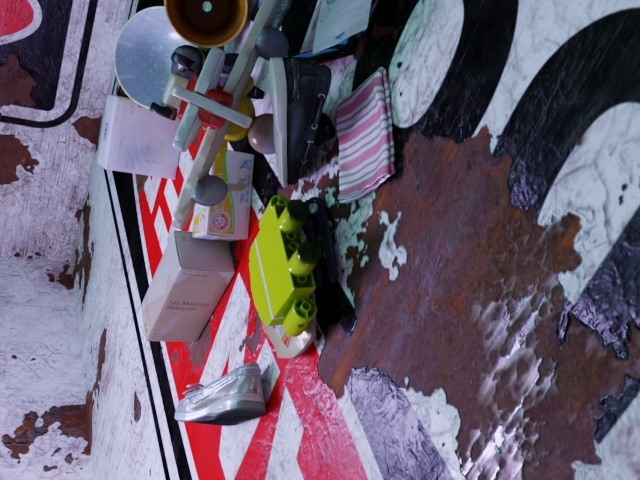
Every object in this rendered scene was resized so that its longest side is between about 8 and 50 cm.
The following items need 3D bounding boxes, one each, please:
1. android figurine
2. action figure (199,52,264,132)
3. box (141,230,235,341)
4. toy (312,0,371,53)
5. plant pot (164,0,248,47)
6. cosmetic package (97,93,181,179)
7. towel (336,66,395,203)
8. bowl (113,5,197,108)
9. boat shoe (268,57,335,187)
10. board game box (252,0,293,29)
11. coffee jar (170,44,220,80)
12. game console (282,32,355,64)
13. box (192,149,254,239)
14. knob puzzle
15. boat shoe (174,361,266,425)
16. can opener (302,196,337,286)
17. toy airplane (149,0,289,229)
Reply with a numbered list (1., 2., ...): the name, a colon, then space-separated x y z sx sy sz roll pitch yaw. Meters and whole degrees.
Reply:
1. android figurine: -0.069 0.049 1.221 0.273 0.056 0.248 121 139 -53
2. action figure: -0.233 -0.361 1.677 0.285 0.099 0.185 170 98 -65
3. box: -0.337 0.121 1.708 0.311 0.148 0.121 -58 38 41
4. toy: 0.065 -0.433 1.160 0.137 0.056 0.237 -9 68 50
5. plant pot: -0.291 -0.605 1.750 0.188 0.205 0.205 -115 39 -70
6. cosmetic package: -0.559 -0.324 2.132 0.138 0.224 0.224 26 108 58
7. towel: 0.070 -0.173 1.131 0.144 0.029 0.197 -31 57 55
8. bowl: -0.434 -0.521 1.980 0.156 0.289 0.289 -26 -50 -72
9. boat shoe: -0.028 -0.203 1.217 0.340 0.113 0.127 91 170 -60
10. board game box: -0.084 -0.572 1.508 0.260 0.030 0.136 -51 40 45
11. coffee jar: -0.320 -0.460 1.776 0.184 0.079 0.096 -46 -28 -69
12. game console: 0.001 -0.378 1.250 0.144 0.124 0.085 29 136 61
13. box: -0.229 -0.102 1.595 0.114 0.103 0.203 -6 79 62
14. knob puzzle: -0.044 0.135 1.276 0.213 0.030 0.213 -24 63 58
15. boat shoe: -0.219 0.342 1.477 0.320 0.118 0.103 -31 51 51
16. can opener: 0.000 0.000 1.206 0.059 0.073 0.186 -24 52 10
17. toy airplane: -0.179 -0.253 1.355 0.386 0.272 0.384 -43 32 46
